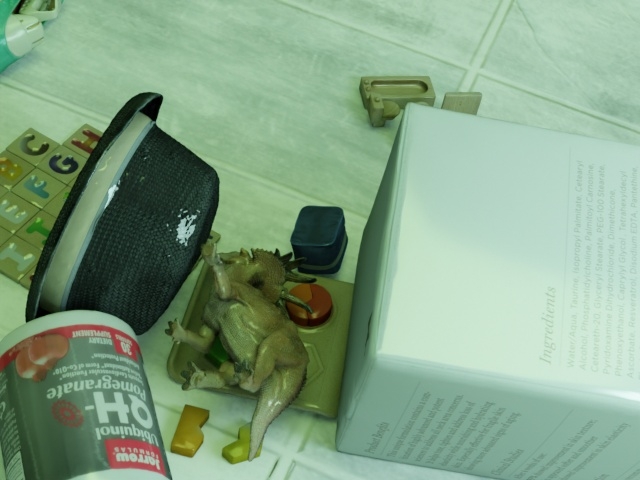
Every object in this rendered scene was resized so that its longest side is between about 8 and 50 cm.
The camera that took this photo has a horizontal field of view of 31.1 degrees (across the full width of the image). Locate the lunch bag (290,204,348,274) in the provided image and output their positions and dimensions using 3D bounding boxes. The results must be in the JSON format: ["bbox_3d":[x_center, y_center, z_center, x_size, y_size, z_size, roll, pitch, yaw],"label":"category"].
[{"bbox_3d":[0.000,0.000,1.597,0.067,0.065,0.098,4,41,15],"label":"lunch bag"}]

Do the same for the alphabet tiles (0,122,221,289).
[{"bbox_3d":[-0.326,-0.033,1.605,0.342,0.011,0.285,29,52,14],"label":"alphabet tiles"}]

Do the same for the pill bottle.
[{"bbox_3d":[-0.258,0.250,1.274,0.176,0.176,0.319,-9,53,-17],"label":"pill bottle"}]

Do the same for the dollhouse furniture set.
[{"bbox_3d":[0.150,-0.229,1.775,0.144,0.123,0.151,-2,51,-11],"label":"dollhouse furniture set"}]

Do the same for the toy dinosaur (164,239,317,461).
[{"bbox_3d":[-0.072,0.112,1.420,0.200,0.127,0.296,5,57,-49],"label":"toy dinosaur"}]

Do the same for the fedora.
[{"bbox_3d":[-0.222,-0.006,1.398,0.152,0.334,0.334,26,50,-1],"label":"fedora"}]

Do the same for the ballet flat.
[{"bbox_3d":[-0.458,-0.344,1.786,0.087,0.083,0.247,-1,46,18],"label":"ballet flat"}]

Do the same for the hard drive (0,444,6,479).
[{"bbox_3d":[-0.463,0.259,1.284,0.233,0.047,0.353,-1,50,-30],"label":"hard drive"}]

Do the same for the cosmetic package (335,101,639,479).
[{"bbox_3d":[0.244,0.086,1.360,0.393,0.329,0.327,11,63,-2],"label":"cosmetic package"}]

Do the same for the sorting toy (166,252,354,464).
[{"bbox_3d":[-0.074,0.150,1.476,0.229,0.041,0.307,14,50,2],"label":"sorting toy"}]
